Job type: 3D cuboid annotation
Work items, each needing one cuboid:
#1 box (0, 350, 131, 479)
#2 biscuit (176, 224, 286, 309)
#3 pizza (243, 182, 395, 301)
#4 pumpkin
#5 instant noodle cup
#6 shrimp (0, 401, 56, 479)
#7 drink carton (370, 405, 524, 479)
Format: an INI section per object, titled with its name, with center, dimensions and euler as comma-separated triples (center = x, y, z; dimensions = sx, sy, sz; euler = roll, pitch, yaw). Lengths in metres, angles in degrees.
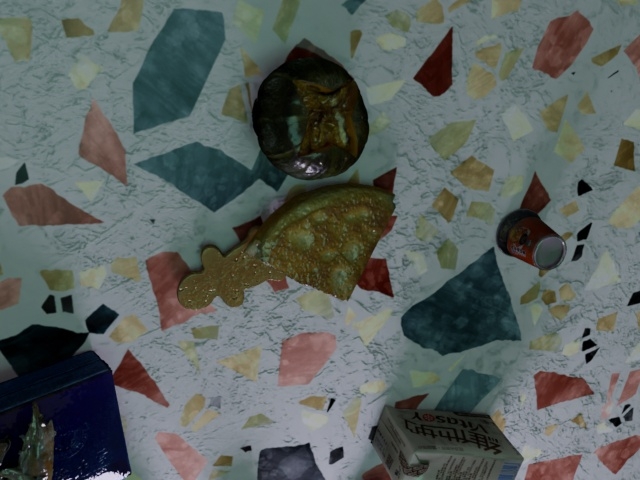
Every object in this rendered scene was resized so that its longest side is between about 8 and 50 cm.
[box]
center = -0.542, 0.404, 1.434
dimensions = 0.261, 0.116, 0.279
euler = -20, 120, -35
[biscuit]
center = -0.193, 0.067, 1.494
dimensions = 0.240, 0.035, 0.158
euler = -26, 115, -6
[pizza]
center = 0.007, -0.033, 1.481
dimensions = 0.257, 0.087, 0.268
euler = 29, 90, -31
[pumpkin]
center = -0.021, -0.230, 1.355
dimensions = 0.237, 0.159, 0.238
euler = -2, 94, -28
[instant noodle cup]
center = 0.492, 0.005, 1.630
dimensions = 0.127, 0.136, 0.127
euler = -6, 112, -15
[shrimp]
center = -0.560, 0.401, 1.314
dimensions = 0.126, 0.047, 0.224
euler = 4, 108, -25
[drink carton]
center = 0.317, 0.523, 1.758
dimensions = 0.324, 0.194, 0.132
euler = 10, 107, -21
